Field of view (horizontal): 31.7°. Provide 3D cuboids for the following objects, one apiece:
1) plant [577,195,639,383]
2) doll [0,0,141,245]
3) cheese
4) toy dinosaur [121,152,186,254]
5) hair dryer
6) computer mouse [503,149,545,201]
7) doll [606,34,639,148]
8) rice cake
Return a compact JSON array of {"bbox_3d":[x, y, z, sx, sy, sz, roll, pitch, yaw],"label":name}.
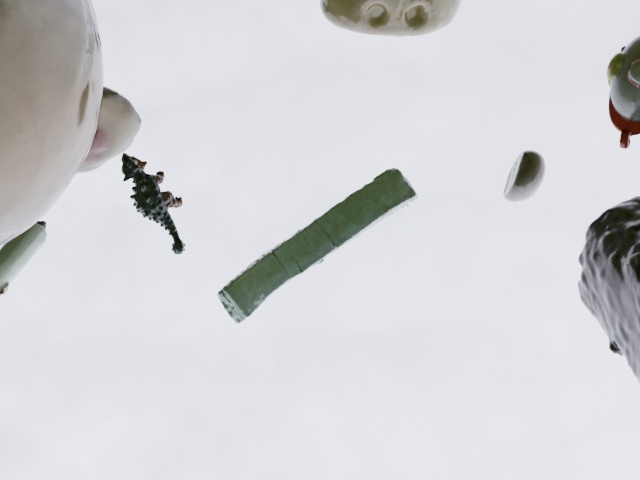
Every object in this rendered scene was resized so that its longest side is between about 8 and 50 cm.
[{"bbox_3d":[0.408,0.065,1.197,0.188,0.199,0.276,-14,-152,-10],"label":"plant"},{"bbox_3d":[-0.244,-0.044,0.441,0.329,0.235,0.174,-17,-119,5],"label":"doll"},{"bbox_3d":[0.102,-0.393,1.683,0.235,0.117,0.218,-23,-135,-28],"label":"cheese"},{"bbox_3d":[-0.214,-0.049,1.459,0.049,0.055,0.154,-36,-101,23],"label":"toy dinosaur"},{"bbox_3d":[-0.388,0.051,1.265,0.131,0.073,0.236,28,-125,7],"label":"hair dryer"},{"bbox_3d":[0.278,-0.084,1.520,0.039,0.096,0.066,19,-107,0],"label":"computer mouse"},{"bbox_3d":[0.363,-0.216,1.215,0.076,0.142,0.245,22,-86,18],"label":"doll"},{"bbox_3d":[0.000,0.000,1.151,0.245,0.042,0.045,-34,-93,-24],"label":"rice cake"}]
